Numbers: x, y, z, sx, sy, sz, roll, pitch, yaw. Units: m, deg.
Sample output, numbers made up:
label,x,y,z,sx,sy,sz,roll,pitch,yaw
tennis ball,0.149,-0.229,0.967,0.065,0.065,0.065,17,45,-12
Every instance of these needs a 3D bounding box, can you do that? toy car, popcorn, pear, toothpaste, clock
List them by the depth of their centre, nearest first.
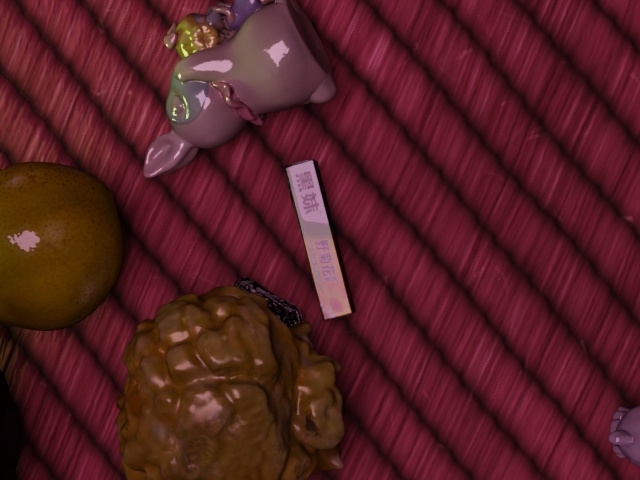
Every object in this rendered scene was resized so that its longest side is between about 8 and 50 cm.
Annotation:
label,x,y,z,sx,sy,sz,roll,pitch,yaw
clock,0.390,0.206,1.789,0.176,0.117,0.080,1,89,11
popcorn,-0.103,0.184,1.832,0.258,0.224,0.270,-37,117,13
pear,-0.313,0.008,1.901,0.198,0.198,0.198,0,89,11
toothpaste,0.000,0.000,1.908,0.037,0.043,0.178,-15,86,10
toy car,-0.060,0.077,1.928,0.093,0.025,0.041,32,96,12

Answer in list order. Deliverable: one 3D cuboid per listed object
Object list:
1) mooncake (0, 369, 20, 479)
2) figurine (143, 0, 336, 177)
label,x,y,z,sx,sy,sz,roll,pitch,yaw
mooncake,-0.448,0.243,1.834,0.212,0.381,0.350,-4,50,7
figurine,-0.116,-0.176,1.896,0.235,0.127,0.155,-28,102,12
